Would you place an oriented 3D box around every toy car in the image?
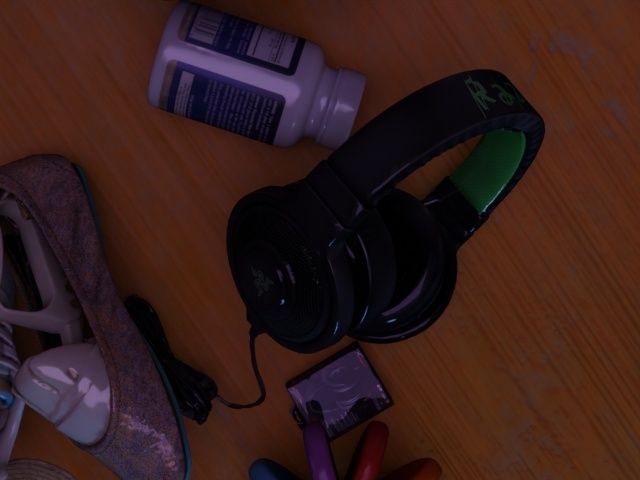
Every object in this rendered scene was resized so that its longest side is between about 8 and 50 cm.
[{"bbox_3d":[0.017,0.218,1.057,0.182,0.159,0.136,-5,93,-1],"label":"toy car"}]

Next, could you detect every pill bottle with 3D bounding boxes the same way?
[{"bbox_3d":[-0.052,-0.132,1.059,0.169,0.094,0.094,18,94,-3],"label":"pill bottle"}]

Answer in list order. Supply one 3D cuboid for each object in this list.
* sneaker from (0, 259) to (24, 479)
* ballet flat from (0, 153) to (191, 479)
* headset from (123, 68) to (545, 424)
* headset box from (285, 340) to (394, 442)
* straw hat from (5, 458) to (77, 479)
[{"bbox_3d":[-0.281,0.101,1.044,0.092,0.087,0.228,-14,68,41],"label":"sneaker"},{"bbox_3d":[-0.208,0.074,1.022,0.107,0.106,0.316,-43,64,40],"label":"ballet flat"},{"bbox_3d":[0.000,0.000,1.021,0.394,0.243,0.185,-46,69,20],"label":"headset"},{"bbox_3d":[0.013,0.137,1.114,0.083,0.032,0.062,-30,95,0],"label":"headset box"},{"bbox_3d":[-0.262,0.268,1.103,0.145,0.061,0.144,0,95,-1],"label":"straw hat"}]
